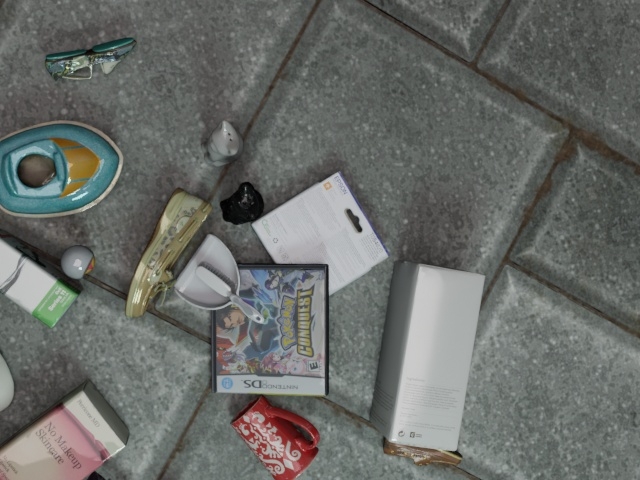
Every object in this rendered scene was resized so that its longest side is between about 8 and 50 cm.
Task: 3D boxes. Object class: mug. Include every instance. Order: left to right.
[{"bbox_3d":[-0.087,0.404,1.885,0.150,0.113,0.169,-42,93,6],"label":"mug"}]

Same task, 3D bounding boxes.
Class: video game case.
[{"bbox_3d":[-0.106,0.185,1.874,0.248,0.035,0.275,0,92,10],"label":"video game case"}]

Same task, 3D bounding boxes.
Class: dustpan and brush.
[{"bbox_3d":[-0.194,0.101,1.839,0.211,0.060,0.147,37,97,8],"label":"dustpan and brush"}]

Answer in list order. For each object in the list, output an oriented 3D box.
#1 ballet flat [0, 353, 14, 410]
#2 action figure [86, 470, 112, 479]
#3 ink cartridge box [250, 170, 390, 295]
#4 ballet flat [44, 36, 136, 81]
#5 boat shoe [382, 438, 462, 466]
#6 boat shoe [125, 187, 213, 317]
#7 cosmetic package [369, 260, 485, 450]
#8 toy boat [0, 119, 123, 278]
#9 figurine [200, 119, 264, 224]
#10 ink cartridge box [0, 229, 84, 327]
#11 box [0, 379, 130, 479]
[{"bbox_3d":[-0.750,0.181,1.763,0.139,0.139,0.400,-30,96,-7],"label":"ballet flat"},{"bbox_3d":[-0.370,0.579,1.817,0.285,0.099,0.185,38,83,-36],"label":"action figure"},{"bbox_3d":[0.000,0.000,1.918,0.224,0.045,0.223,-31,95,-6],"label":"ink cartridge box"},{"bbox_3d":[-0.464,-0.367,1.835,0.188,0.070,0.070,-13,94,-7],"label":"ballet flat"},{"bbox_3d":[0.221,0.462,1.962,0.178,0.064,0.060,17,94,-3],"label":"boat shoe"},{"bbox_3d":[-0.316,0.035,1.840,0.089,0.104,0.285,24,87,-6],"label":"boat shoe"},{"bbox_3d":[0.218,0.232,1.886,0.155,0.197,0.366,10,91,-9],"label":"cosmetic package"},{"bbox_3d":[-0.510,-0.081,1.784,0.267,0.148,0.318,-16,94,-8],"label":"toy boat"},{"bbox_3d":[-0.173,-0.138,1.805,0.092,0.209,0.215,-18,94,-8],"label":"figurine"},{"bbox_3d":[-0.583,0.073,1.775,0.208,0.153,0.087,38,85,-9],"label":"ink cartridge box"},{"bbox_3d":[-0.523,0.415,1.807,0.232,0.127,0.149,-37,96,-6],"label":"box"}]
